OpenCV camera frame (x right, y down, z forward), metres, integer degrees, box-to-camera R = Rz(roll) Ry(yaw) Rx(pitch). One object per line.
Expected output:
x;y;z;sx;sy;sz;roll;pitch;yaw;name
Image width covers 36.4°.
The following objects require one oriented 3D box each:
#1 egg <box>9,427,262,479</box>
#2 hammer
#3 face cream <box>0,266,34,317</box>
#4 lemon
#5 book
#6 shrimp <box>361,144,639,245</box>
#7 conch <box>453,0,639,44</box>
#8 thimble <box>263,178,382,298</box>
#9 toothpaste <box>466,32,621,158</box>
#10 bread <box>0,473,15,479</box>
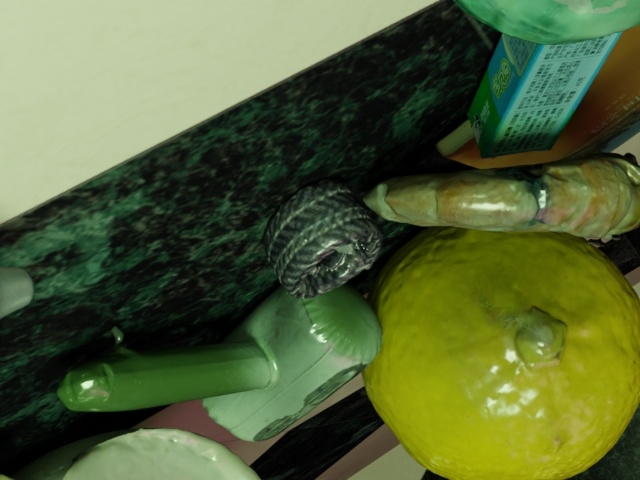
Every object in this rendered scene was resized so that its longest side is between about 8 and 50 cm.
-0.245;0.398;1.029;0.340;0.354;0.354;-28;169;38;egg
-0.103;0.116;0.905;0.335;0.119;0.206;2;142;-50;hammer
-0.272;0.048;0.447;0.311;0.092;0.092;-14;154;-47;face cream
0.194;0.116;1.061;0.336;0.336;0.336;-29;162;-10;lemon
0.287;-0.147;0.979;0.262;0.028;0.374;-40;161;21;book
0.180;-0.041;0.861;0.247;0.085;0.360;3;-174;39;shrimp
0.105;-0.181;0.427;0.196;0.134;0.202;26;138;-21;conch
-0.001;0.000;0.822;0.095;0.066;0.104;-35;159;2;thimble
0.172;-0.150;0.702;0.065;0.050;0.266;-11;155;-13;toothpaste
-0.357;0.301;0.816;0.266;0.178;0.142;-45;152;25;bread
